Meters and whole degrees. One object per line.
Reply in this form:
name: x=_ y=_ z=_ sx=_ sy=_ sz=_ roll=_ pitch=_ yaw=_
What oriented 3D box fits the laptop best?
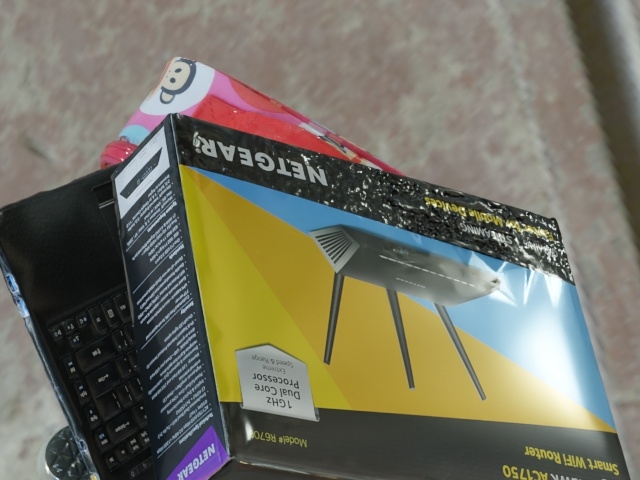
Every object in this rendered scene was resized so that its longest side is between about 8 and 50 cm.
laptop: x=-0.024 y=0.064 z=1.071 sx=0.264 sy=0.136 sz=0.234 roll=67 pitch=26 yaw=-3

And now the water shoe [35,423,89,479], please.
water shoe: x=-0.083 y=0.156 z=1.274 sx=0.203 sy=0.080 sz=0.073 roll=-2 pitch=52 yaw=-16

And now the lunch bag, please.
lunch bag: x=0.000 y=0.000 z=1.311 sx=0.293 sy=0.258 sz=0.120 roll=31 pitch=74 yaw=13

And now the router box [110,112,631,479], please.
router box: x=0.020 y=0.039 z=0.684 sx=0.179 sy=0.046 sz=0.133 roll=13 pitch=51 yaw=-35
